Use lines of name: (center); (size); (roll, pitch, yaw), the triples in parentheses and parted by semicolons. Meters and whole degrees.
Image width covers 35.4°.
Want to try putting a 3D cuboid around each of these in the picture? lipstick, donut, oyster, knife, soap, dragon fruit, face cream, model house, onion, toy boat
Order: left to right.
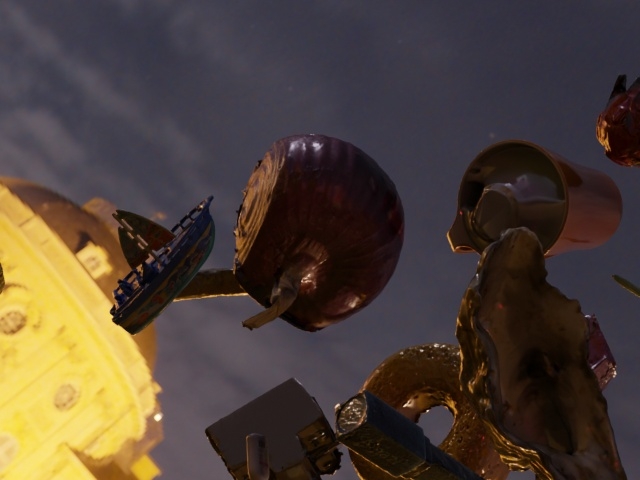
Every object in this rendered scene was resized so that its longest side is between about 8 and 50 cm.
toy boat: (-0.184, 0.008, 1.086); (0.110, 0.175, 0.091); (44, -2, -19)
face cream: (-0.085, 0.307, 1.364); (0.021, 0.083, 0.040); (-18, -30, 24)
model house: (-0.037, 0.375, 1.578); (0.176, 0.181, 0.248); (50, -11, 50)
onion: (0.007, -0.021, 1.424); (0.230, 0.256, 0.272); (-43, -130, 22)
donut: (0.159, 0.276, 1.493); (0.277, 0.277, 0.108); (26, -11, 33)
lipstick: (0.142, 0.278, 1.189); (0.051, 0.051, 0.312); (-37, -58, 26)
oyster: (0.224, 0.165, 1.025); (0.341, 0.166, 0.110); (60, -30, -7)
soap: (0.470, 0.284, 2.104); (0.112, 0.289, 0.182); (64, 10, -45)
dragon fruit: (0.481, -0.175, 1.510); (0.121, 0.142, 0.130); (16, -67, 23)
knife: (0.571, 0.111, 1.679); (0.207, 0.014, 0.030); (33, 13, -7)

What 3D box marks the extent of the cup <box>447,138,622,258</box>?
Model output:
cup: (0.325, -0.042, 1.520); (0.226, 0.264, 0.182); (-33, -112, 36)

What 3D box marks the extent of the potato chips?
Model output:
potato chips: (-0.154, 0.083, 1.736); (0.057, 0.407, 0.080); (86, 1, -77)

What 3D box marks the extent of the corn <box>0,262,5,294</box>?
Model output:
corn: (-0.369, -0.007, 0.970); (0.072, 0.072, 0.203); (25, -34, 34)
